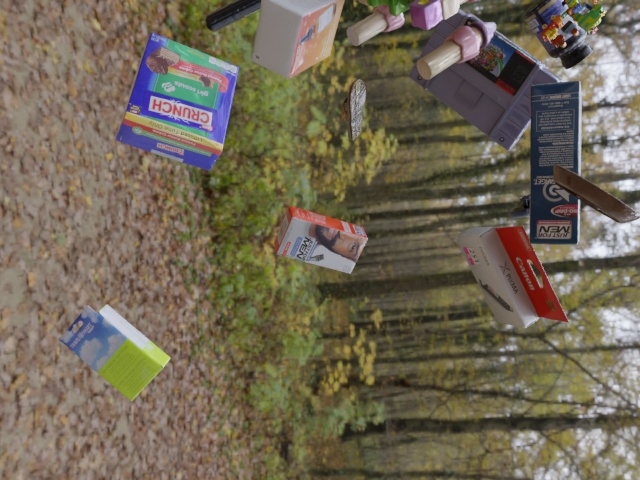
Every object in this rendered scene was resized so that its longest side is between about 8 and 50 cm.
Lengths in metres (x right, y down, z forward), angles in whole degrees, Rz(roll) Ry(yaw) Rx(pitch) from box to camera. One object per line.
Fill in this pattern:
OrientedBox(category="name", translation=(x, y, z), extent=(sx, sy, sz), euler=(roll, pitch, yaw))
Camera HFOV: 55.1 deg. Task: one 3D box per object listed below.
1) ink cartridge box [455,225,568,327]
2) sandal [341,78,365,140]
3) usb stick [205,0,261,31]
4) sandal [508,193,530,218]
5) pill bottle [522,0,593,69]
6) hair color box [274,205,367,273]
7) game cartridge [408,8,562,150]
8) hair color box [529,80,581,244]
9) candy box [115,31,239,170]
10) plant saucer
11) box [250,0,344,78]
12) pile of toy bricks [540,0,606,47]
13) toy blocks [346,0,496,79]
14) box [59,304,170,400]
OrientedBox(category="ink cartridge box", translation=(0.483, 0.096, 1.569), extent=(0.275, 0.060, 0.239), euler=(62, -14, -7))
OrientedBox(category="sandal", translation=(0.082, -0.348, 1.639), extent=(0.072, 0.049, 0.180), euler=(-46, 153, -32))
OrientedBox(category="usb stick", translation=(-0.179, -0.633, 1.636), extent=(0.077, 0.277, 0.045), euler=(-68, 134, -83))
OrientedBox(category="sandal", translation=(0.598, -0.116, 1.714), extent=(0.254, 0.097, 0.055), euler=(-28, 100, -42))
OrientedBox(category="pill bottle", translation=(0.727, -0.637, 1.865), extent=(0.219, 0.122, 0.123), euler=(51, 11, -8))
OrientedBox(category="hair color box", translation=(0.000, 0.000, 1.248), extent=(0.053, 0.167, 0.093), euler=(-110, -141, -57))
OrientedBox(category="game cartridge", translation=(0.426, -0.434, 1.623), extent=(0.068, 0.355, 0.230), euler=(-30, 156, -46))
OrientedBox(category="hair color box", translation=(0.532, -0.167, 1.385), extent=(0.173, 0.105, 0.348), euler=(-4, 94, -66))
OrientedBox(category="candy box", translation=(-0.390, -0.385, 1.704), extent=(0.122, 0.268, 0.318), euler=(-43, -145, 54))
OrientedBox(category="plant saucer", translation=(0.471, -0.076, 1.064), extent=(0.029, 0.168, 0.168), euler=(-57, -176, 12))
OrientedBox(category="box", translation=(-0.042, -0.411, 1.186), extent=(0.170, 0.091, 0.130), euler=(-46, 161, -46))
OrientedBox(category="pile of toy bricks", translation=(0.704, -0.596, 1.639), extent=(0.118, 0.212, 0.105), euler=(19, 29, -54))
OrientedBox(category="toy blocks", translation=(0.209, -0.524, 1.170), extent=(0.288, 0.260, 0.309), euler=(41, -22, 40))
OrientedBox(category="box", translation=(-0.385, 0.204, 1.146), extent=(0.178, 0.109, 0.042), euler=(42, 20, -6))
